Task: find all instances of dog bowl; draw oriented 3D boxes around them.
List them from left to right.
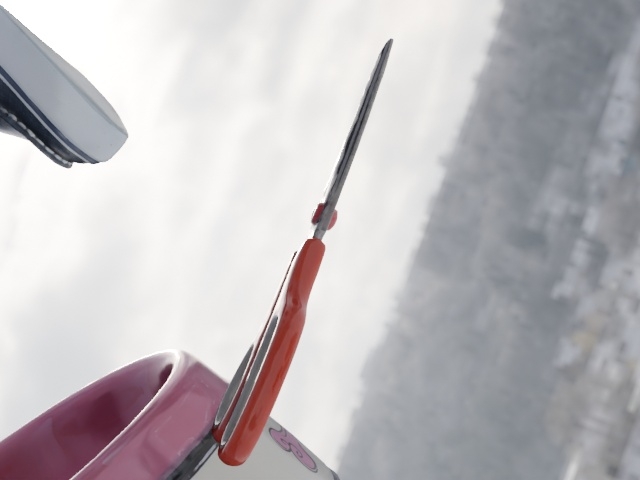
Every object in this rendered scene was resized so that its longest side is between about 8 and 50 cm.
[{"bbox_3d":[-0.189,0.233,1.302,0.408,0.150,0.408,-33,9,6],"label":"dog bowl"}]

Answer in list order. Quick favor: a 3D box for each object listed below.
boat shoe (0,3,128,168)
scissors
[{"bbox_3d":[-0.151,-0.061,0.700,0.083,0.183,0.065,-50,-34,-1],"label":"boat shoe"},{"bbox_3d":[0.000,0.000,1.131,0.297,0.021,0.109,-65,7,-10],"label":"scissors"}]
